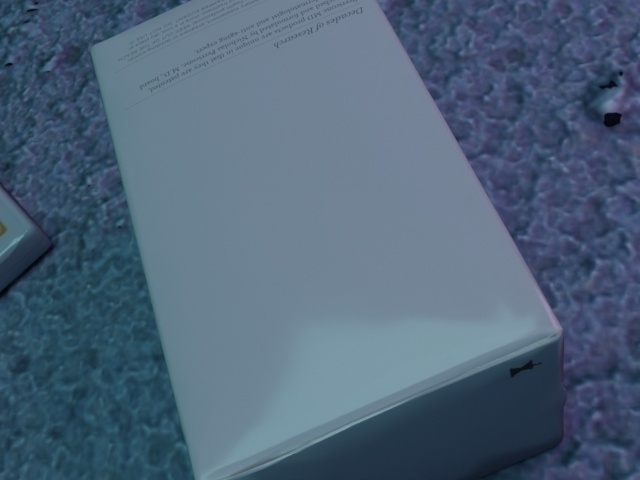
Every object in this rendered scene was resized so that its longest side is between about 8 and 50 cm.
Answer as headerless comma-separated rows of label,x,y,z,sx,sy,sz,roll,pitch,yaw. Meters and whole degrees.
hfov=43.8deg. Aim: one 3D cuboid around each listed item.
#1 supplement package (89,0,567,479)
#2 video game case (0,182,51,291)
supplement package,0.000,0.000,0.478,0.175,0.177,0.292,-24,57,2
video game case,-0.431,0.009,0.689,0.300,0.036,0.329,-44,59,-10
